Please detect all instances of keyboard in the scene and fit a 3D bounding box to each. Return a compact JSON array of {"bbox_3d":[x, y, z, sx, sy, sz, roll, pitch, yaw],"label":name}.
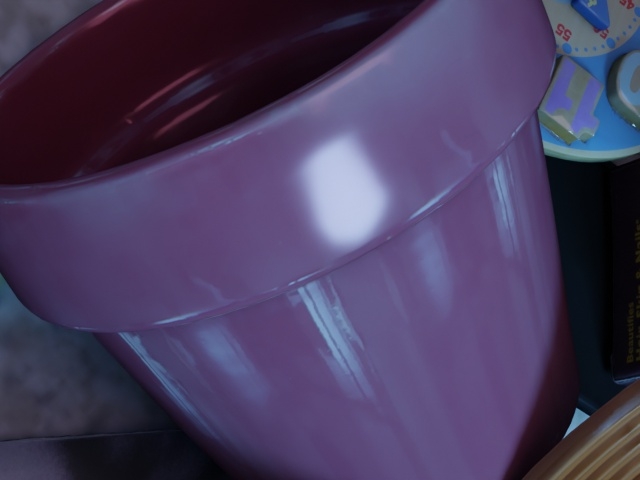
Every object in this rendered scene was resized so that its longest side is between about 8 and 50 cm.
[{"bbox_3d":[0.157,0.082,0.675,0.317,0.033,0.201,32,61,-24],"label":"keyboard"}]

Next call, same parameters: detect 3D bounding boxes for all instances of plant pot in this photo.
[{"bbox_3d":[0.000,0.000,0.500,0.201,0.201,0.180,-42,120,-29],"label":"plant pot"}]

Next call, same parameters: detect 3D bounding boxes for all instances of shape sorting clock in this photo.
[{"bbox_3d":[0.107,-0.135,0.653,0.206,0.040,0.206,6,75,-25],"label":"shape sorting clock"}]

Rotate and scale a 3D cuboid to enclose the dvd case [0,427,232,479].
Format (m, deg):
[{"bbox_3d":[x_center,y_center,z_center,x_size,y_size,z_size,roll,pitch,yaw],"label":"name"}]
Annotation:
[{"bbox_3d":[-0.125,0.152,0.494,0.221,0.018,0.164,0,84,-32],"label":"dvd case"}]

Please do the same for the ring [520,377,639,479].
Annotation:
[{"bbox_3d":[0.202,0.130,0.556,0.337,0.336,0.032,12,34,-31],"label":"ring"}]

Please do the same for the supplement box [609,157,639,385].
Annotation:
[{"bbox_3d":[0.214,0.002,0.599,0.081,0.188,0.104,13,70,-31],"label":"supplement box"}]
